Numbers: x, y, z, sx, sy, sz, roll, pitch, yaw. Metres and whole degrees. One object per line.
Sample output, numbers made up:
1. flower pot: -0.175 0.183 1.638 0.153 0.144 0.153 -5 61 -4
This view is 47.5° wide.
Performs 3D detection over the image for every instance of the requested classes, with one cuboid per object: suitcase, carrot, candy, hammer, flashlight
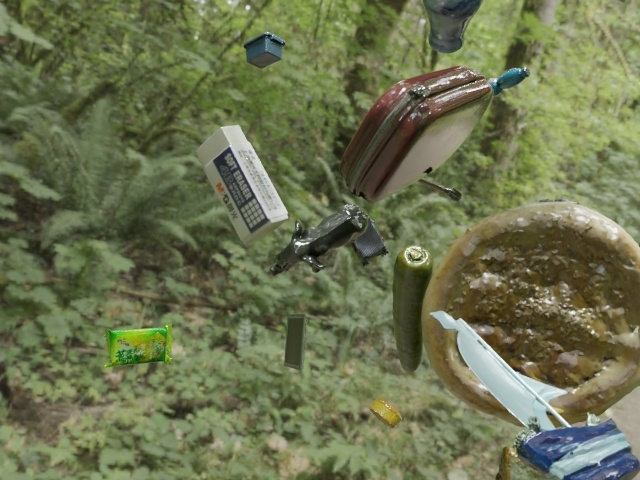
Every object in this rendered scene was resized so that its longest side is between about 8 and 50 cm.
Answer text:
1. suitcase: 0.122 0.000 1.985 0.086 0.126 0.059 -28 -3 -11
2. carrot: 0.176 0.148 1.423 0.074 0.358 0.074 -2 45 2
3. candy: -0.448 0.261 1.800 0.178 0.102 0.032 2 6 -41
4. hammer: 0.198 -0.159 1.722 0.297 0.027 0.125 23 4 -6
5. flashlight: 0.491 -0.416 1.907 0.051 0.051 0.129 10 -17 -40

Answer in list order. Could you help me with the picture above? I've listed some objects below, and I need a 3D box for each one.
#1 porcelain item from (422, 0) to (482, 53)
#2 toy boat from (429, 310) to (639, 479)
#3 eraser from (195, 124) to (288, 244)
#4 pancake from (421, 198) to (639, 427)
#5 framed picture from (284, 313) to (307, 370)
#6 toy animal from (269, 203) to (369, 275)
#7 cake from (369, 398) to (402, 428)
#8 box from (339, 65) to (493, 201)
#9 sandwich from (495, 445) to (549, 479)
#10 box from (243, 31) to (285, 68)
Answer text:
1. porcelain item: 0.296 -0.536 1.653 0.141 0.141 0.259 16 -19 9
2. toy boat: 0.239 0.172 0.861 0.221 0.067 0.291 6 36 -48
3. eraser: -0.201 -0.141 1.838 0.124 0.279 0.081 -35 -10 38
4. pancake: 0.361 0.117 1.171 0.382 0.382 0.071 16 2 8
5. framed picture: -0.065 0.261 1.888 0.011 0.141 0.183 6 -8 -15
6. toy animal: -0.005 -0.003 1.561 0.114 0.245 0.146 47 -10 3
7. cake: 0.166 0.437 1.848 0.084 0.044 0.084 41 -12 11
8. box: 0.192 -0.215 1.426 0.108 0.263 0.404 43 36 15
9. sandwich: 0.488 0.558 1.522 0.251 0.226 0.087 11 15 6
10. box: -0.144 -0.483 1.862 0.099 0.054 0.074 -14 -22 41
